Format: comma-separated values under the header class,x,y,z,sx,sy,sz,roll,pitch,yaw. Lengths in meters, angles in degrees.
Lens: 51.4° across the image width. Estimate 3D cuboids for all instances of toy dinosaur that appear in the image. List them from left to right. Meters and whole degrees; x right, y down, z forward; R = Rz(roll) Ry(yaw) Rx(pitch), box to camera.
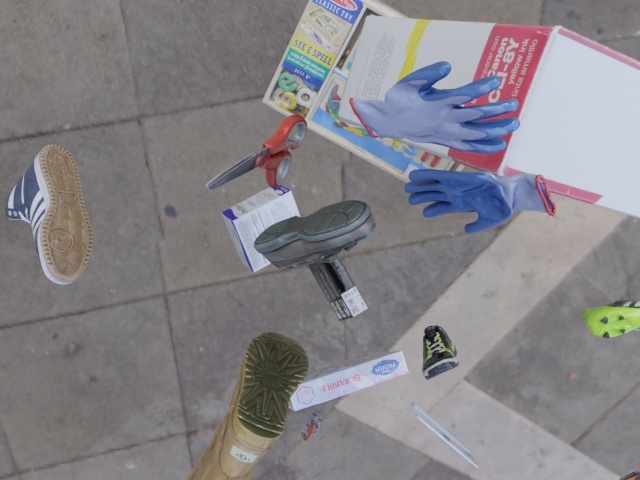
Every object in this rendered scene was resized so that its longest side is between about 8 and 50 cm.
class,x,y,z,sx,sy,sz,roll,pitch,yaw
toy dinosaur,-0.029,0.488,1.718,0.082,0.047,0.090,-60,162,10

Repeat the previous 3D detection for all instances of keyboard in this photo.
class,x,y,z,sx,sy,sz,roll,pitch,yaw
keyboard,0.327,0.514,1.752,0.014,0.072,0.256,-43,112,12

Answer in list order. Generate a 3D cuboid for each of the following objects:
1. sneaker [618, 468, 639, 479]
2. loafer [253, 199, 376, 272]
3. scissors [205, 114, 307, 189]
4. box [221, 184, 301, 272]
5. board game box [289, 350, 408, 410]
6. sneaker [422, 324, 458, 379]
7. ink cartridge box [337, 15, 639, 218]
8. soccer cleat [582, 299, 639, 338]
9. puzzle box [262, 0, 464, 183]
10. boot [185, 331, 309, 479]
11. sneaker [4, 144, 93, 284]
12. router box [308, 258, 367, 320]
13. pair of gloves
class,x,y,z,sx,sy,sz,roll,pitch,yaw
sneaker,0.315,0.325,0.710,0.321,0.124,0.180,-29,160,26
loafer,0.000,0.000,1.082,0.084,0.268,0.096,55,53,-20
scissors,-0.073,-0.116,0.838,0.021,0.297,0.109,27,101,10
box,-0.111,-0.027,1.344,0.137,0.072,0.126,-29,120,-18
board game box,0.044,0.383,1.838,0.318,0.319,0.065,-16,84,-13
sneaker,0.259,0.248,1.525,0.084,0.235,0.097,-27,87,10
ink cartridge box,0.234,-0.170,0.859,0.279,0.385,0.160,10,104,-29
soccer cleat,0.489,0.110,1.003,0.179,0.072,0.060,-6,106,4
puzzle box,0.125,-0.280,1.250,0.409,0.052,0.272,28,123,-5
boot,-0.126,0.283,0.920,0.089,0.236,0.269,29,116,-1
sneaker,-0.519,-0.026,1.260,0.153,0.282,0.099,-31,151,33
router box,0.036,0.104,1.605,0.046,0.133,0.179,-28,87,-17
pair of gloves,0.121,-0.074,0.594,0.198,0.159,0.023,51,61,-33
